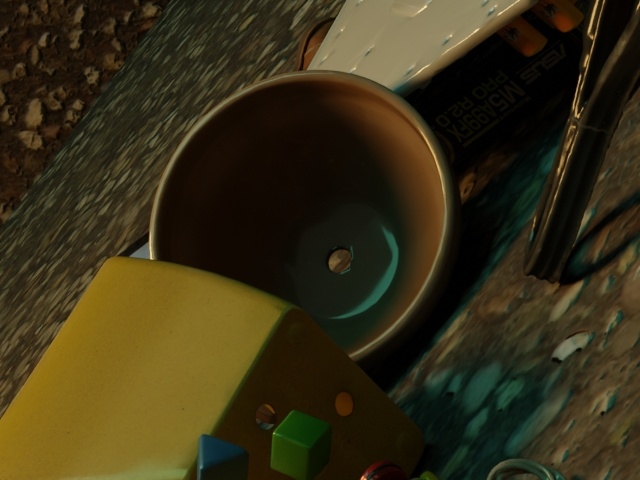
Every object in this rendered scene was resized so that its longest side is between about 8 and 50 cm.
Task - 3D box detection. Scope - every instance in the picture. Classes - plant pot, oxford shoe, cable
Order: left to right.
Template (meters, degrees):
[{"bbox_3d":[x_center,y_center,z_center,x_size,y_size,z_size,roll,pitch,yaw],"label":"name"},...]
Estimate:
[{"bbox_3d":[-0.063,0.143,1.229,0.187,0.212,0.212,-10,41,49],"label":"plant pot"},{"bbox_3d":[0.000,0.000,1.439,0.237,0.237,0.110,-51,-25,-1],"label":"plant pot"},{"bbox_3d":[0.012,-0.175,2.038,0.076,0.076,0.212,-8,32,22],"label":"oxford shoe"},{"bbox_3d":[0.190,-0.091,1.161,0.139,0.072,0.287,-86,7,-69],"label":"cable"}]

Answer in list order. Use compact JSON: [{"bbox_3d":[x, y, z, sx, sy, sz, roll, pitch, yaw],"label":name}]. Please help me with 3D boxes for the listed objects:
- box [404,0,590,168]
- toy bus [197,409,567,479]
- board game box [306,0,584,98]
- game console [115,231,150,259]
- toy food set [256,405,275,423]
[{"bbox_3d":[0.141,-0.159,1.607,0.270,0.060,0.216,-37,19,40],"label":"box"},{"bbox_3d":[0.014,0.197,1.013,0.191,0.202,0.104,-66,-16,-54],"label":"toy bus"},{"bbox_3d":[0.119,-0.215,1.587,0.390,0.050,0.390,-34,21,45],"label":"board game box"},{"bbox_3d":[-0.191,0.057,2.033,0.071,0.107,0.122,-25,-5,-43],"label":"game console"},{"bbox_3d":[-0.059,0.125,1.497,0.232,0.105,0.111,86,-152,-86],"label":"toy food set"}]
